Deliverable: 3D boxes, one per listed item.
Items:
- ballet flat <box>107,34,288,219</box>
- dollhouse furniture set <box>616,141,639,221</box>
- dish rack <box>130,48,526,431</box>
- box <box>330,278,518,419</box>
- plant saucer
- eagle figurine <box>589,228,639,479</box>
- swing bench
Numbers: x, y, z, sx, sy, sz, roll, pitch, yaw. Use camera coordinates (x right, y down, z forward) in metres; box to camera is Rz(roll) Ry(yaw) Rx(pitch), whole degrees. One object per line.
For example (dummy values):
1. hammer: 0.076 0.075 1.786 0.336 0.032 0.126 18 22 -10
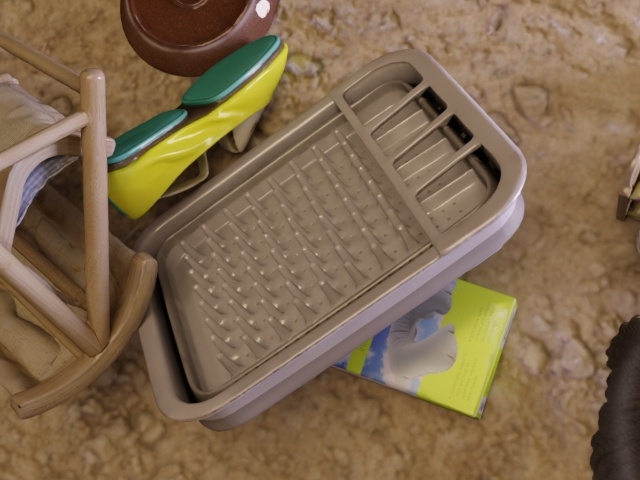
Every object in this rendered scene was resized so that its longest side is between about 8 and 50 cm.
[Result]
1. ballet flat: -0.109 -0.100 0.986 0.231 0.077 0.077 -41 32 -27
2. dollhouse furniture set: 0.353 -0.067 0.858 0.182 0.101 0.161 22 84 17
3. dish rack: 0.000 0.000 0.894 0.333 0.072 0.285 -35 36 5
4. box: 0.068 0.074 0.930 0.178 0.042 0.109 18 82 16
5. plant saucer: -0.123 -0.244 1.053 0.168 0.029 0.168 -3 77 14
6. eagle figurine: 0.312 0.119 0.775 0.226 0.298 0.225 28 64 40
7. swing bench: -0.272 -0.032 0.906 0.165 0.254 0.253 -33 41 -25
